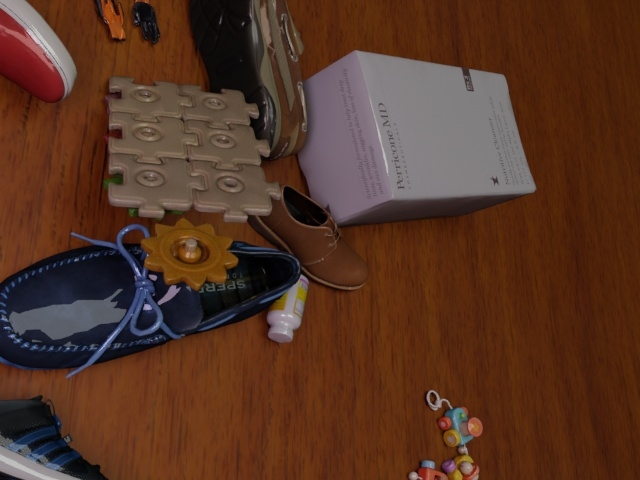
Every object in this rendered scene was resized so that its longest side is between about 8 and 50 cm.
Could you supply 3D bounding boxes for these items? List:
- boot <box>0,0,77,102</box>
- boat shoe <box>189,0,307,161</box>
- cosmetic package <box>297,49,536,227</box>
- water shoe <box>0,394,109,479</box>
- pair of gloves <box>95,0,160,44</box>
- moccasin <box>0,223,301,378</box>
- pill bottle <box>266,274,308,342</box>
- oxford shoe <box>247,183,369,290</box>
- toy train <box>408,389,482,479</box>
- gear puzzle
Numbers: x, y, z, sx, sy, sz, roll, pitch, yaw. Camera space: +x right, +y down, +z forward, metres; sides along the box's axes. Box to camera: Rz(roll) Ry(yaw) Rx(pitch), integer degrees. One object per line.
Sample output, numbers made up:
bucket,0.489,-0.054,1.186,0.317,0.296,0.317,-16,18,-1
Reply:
boot,-0.364,-0.180,0.661,0.244,0.088,0.176,39,50,-17
boat shoe,-0.087,-0.257,0.955,0.120,0.123,0.323,0,82,-51
cosmetic package,0.148,-0.145,1.104,0.385,0.156,0.217,-9,82,-47
water shoe,-0.248,0.177,0.636,0.203,0.073,0.080,38,48,-29
pair of gloves,-0.234,-0.274,0.881,0.083,0.010,0.074,-10,80,-49
moccasin,-0.164,0.039,0.743,0.342,0.117,0.137,-15,85,-47
pill bottle,-0.042,0.083,0.901,0.043,0.043,0.083,33,53,-32
oxford shoe,0.000,0.000,0.957,0.212,0.076,0.076,37,49,-31
toy train,0.189,0.302,1.041,0.125,0.046,0.166,35,52,-31
gear puzzle,-0.135,-0.064,0.752,0.176,0.044,0.338,3,40,-18
